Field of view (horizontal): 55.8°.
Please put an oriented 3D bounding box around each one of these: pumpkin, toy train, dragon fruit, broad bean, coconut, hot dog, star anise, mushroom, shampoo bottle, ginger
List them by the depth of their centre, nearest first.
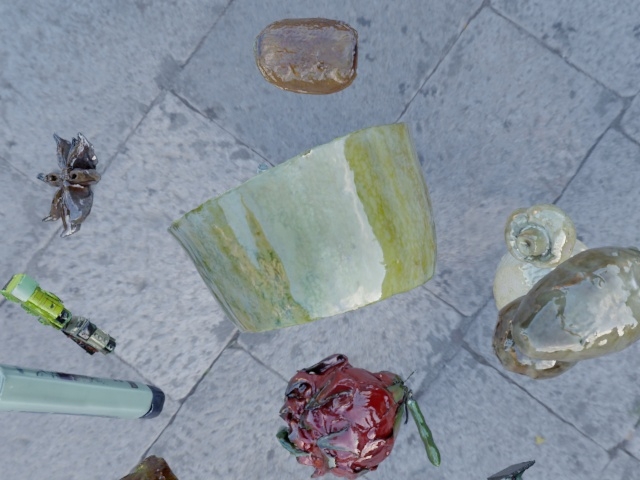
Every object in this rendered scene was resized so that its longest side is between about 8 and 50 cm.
[{"bbox_3d":[-0.305,-0.069,0.744,0.141,0.042,0.140,-7,80,45],"label":"star anise"},{"bbox_3d":[0.000,0.000,0.769,0.333,0.332,0.199,-26,88,1],"label":"pumpkin"},{"bbox_3d":[0.380,0.123,0.962,0.245,0.304,0.155,-34,82,-20],"label":"ginger"},{"bbox_3d":[-0.462,0.286,1.125,0.134,0.360,0.078,-5,71,32],"label":"shampoo bottle"},{"bbox_3d":[0.059,0.317,1.146,0.293,0.234,0.233,-34,86,-20],"label":"dragon fruit"},{"bbox_3d":[-0.491,0.149,1.156,0.085,0.249,0.053,1,54,41],"label":"toy train"},{"bbox_3d":[0.446,-0.009,1.230,0.112,0.148,0.147,-26,86,-32],"label":"mushroom"},{"bbox_3d":[-0.034,-0.478,1.562,0.273,0.122,0.195,3,101,11],"label":"hot dog"},{"bbox_3d":[0.663,0.127,1.732,0.329,0.329,0.328,0,88,3],"label":"coconut"},{"bbox_3d":[0.302,0.557,1.781,0.039,0.069,0.226,-23,62,2],"label":"broad bean"}]

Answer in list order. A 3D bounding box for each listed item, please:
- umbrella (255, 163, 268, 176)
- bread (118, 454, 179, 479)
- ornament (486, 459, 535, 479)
[{"bbox_3d":[-0.168,-0.136,1.731,0.051,0.188,0.046,6,46,3],"label":"umbrella"},{"bbox_3d":[-0.240,0.354,0.724,0.172,0.103,0.132,-28,65,-33],"label":"bread"},{"bbox_3d":[0.427,0.569,1.247,0.081,0.088,0.202,-5,69,-27],"label":"ornament"}]
